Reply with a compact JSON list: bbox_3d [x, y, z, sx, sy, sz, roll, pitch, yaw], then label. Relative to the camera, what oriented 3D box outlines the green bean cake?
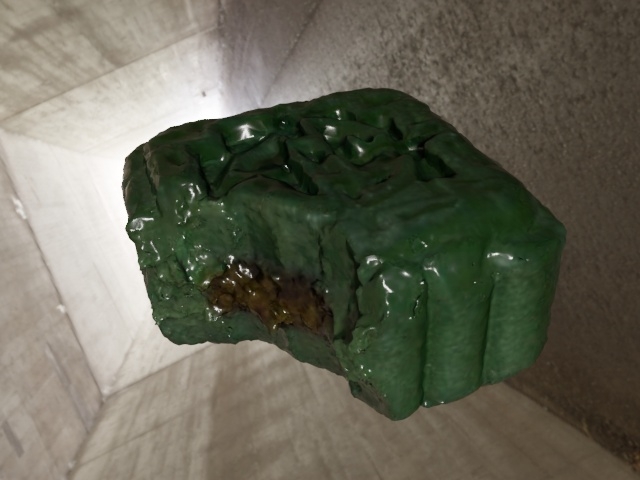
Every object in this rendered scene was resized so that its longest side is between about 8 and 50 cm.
[{"bbox_3d":[0.000,0.000,0.544,0.308,0.300,0.169,-124,23,-51],"label":"green bean cake"}]
